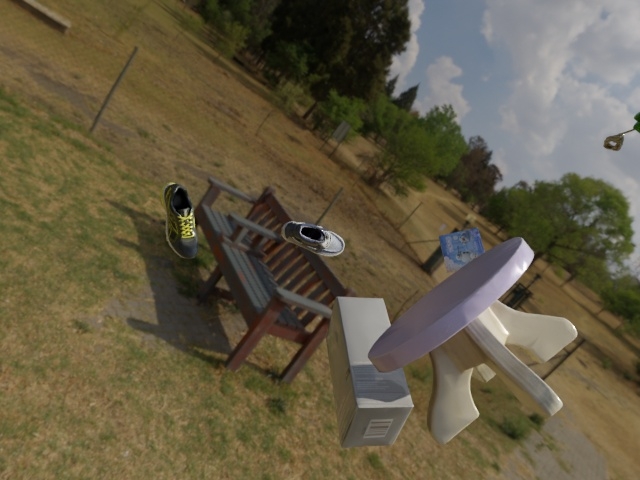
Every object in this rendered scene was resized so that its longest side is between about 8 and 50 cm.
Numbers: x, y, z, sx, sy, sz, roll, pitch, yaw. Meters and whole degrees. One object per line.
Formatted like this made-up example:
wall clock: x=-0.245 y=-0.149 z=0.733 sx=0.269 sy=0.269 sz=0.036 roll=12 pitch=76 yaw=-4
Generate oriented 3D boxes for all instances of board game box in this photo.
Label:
board game box: x=0.323 y=0.022 z=1.074 sx=0.020 sy=0.089 sz=0.090 roll=57 pitch=23 yaw=-58

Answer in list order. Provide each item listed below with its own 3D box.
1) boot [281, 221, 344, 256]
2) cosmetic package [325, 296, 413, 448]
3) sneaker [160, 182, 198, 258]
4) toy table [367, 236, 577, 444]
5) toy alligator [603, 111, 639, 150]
boot: x=0.000 y=0.000 z=1.178 sx=0.189 sy=0.069 sz=0.086 roll=14 pitch=-6 yaw=-34
cosmetic package: x=0.077 y=0.225 z=0.843 sx=0.107 sy=0.127 sz=0.238 roll=2 pitch=37 yaw=-13
sneaker: x=-0.147 y=-0.020 z=0.495 sx=0.035 sy=0.031 sz=0.083 roll=-1 pitch=-73 yaw=59
toy table: x=0.221 y=0.141 z=0.667 sx=0.161 sy=0.274 sz=0.252 roll=53 pitch=6 yaw=1
toy alligator: x=0.418 y=-0.162 z=0.564 sx=0.056 sy=0.051 sz=0.190 roll=37 pitch=-12 yaw=0
